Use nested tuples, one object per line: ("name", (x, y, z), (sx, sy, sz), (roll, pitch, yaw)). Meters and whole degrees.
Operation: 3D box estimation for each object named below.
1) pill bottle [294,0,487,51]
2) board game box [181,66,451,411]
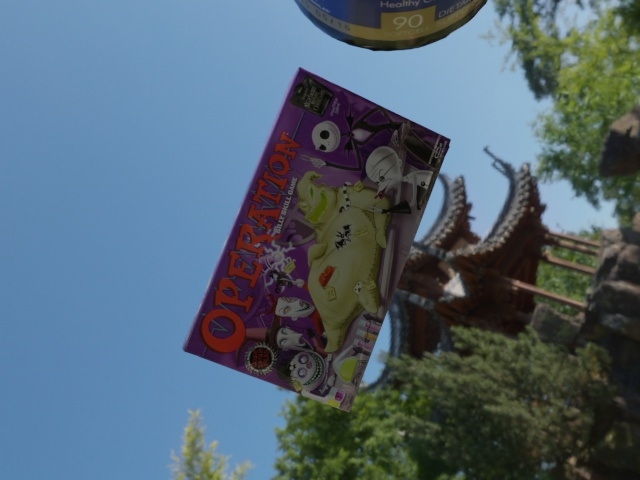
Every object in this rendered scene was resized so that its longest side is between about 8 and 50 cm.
("pill bottle", (0.030, -0.183, 0.284), (0.219, 0.122, 0.123), (71, -138, -75))
("board game box", (0.000, 0.000, 0.820), (0.056, 0.208, 0.347), (165, 126, -79))
